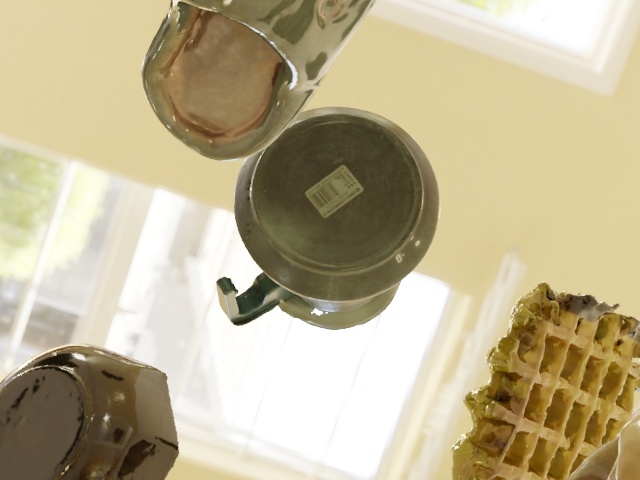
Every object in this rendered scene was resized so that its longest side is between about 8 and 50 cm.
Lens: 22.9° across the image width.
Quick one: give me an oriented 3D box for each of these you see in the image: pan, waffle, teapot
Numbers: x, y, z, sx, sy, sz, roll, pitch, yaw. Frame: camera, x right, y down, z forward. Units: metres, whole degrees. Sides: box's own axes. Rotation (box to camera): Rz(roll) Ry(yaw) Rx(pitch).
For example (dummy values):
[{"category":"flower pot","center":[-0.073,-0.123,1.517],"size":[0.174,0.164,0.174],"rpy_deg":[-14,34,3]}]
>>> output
[{"category":"pan","center":[-0.160,0.144,0.848],"size":[0.048,0.128,0.202],"rpy_deg":[42,69,-48]},{"category":"waffle","center":[0.237,0.173,1.567],"size":[0.312,0.060,0.307],"rpy_deg":[-24,124,-44]},{"category":"teapot","center":[0.000,0.000,1.392],"size":[0.203,0.171,0.225],"rpy_deg":[-30,165,-9]}]

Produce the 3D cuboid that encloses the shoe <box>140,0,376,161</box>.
[{"category":"shoe","center":[-0.017,-0.099,0.595],"size":[0.195,0.079,0.078],"rpy_deg":[-59,-175,38]}]

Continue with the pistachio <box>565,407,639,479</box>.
[{"category":"pistachio","center":[0.311,0.198,1.058],"size":[0.238,0.321,0.229],"rpy_deg":[-103,-149,-41]}]
